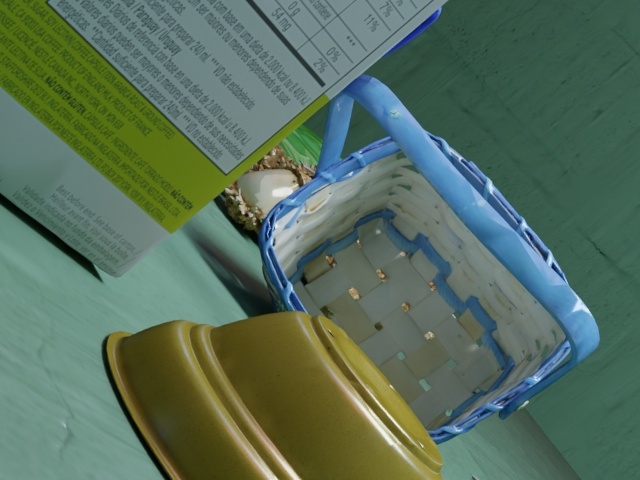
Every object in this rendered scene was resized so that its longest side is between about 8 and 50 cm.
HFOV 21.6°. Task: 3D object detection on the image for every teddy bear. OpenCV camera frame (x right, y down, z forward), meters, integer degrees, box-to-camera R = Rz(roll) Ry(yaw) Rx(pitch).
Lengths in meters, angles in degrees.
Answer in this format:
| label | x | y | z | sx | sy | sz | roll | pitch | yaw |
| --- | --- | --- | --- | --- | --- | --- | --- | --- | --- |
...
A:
| label | x | y | z | sx | sy | sz | roll | pitch | yaw |
| --- | --- | --- | --- | --- | --- | --- | --- | --- | --- |
| teddy bear | 0.000 | 0.000 | 1.682 | 0.245 | 0.113 | 0.338 | 45 | 9 | 33 |

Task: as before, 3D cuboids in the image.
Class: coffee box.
| label | x | y | z | sx | sy | sz | roll | pitch | yaw |
| --- | --- | --- | --- | --- | --- | --- | --- | --- | --- |
| coffee box | -0.138 | -0.255 | 0.891 | 0.338 | 0.334 | 0.337 | 44 | 7 | -49 |

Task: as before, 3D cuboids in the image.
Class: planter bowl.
| label | x | y | z | sx | sy | sz | roll | pitch | yaw |
| --- | --- | --- | --- | --- | --- | --- | --- | --- | --- |
| planter bowl | -0.003 | 0.101 | 0.841 | 0.217 | 0.090 | 0.217 | 49 | 5 | -5 |

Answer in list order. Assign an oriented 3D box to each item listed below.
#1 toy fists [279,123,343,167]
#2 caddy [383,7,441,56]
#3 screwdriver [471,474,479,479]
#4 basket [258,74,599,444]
| label | x | y | z | sx | sy | sz | roll | pitch | yaw |
| --- | --- | --- | --- | --- | --- | --- | --- | --- | --- |
| toy fists | -0.032 | -0.081 | 1.959 | 0.142 | 0.096 | 0.279 | 41 | 4 | 11 |
| caddy | -0.075 | -0.207 | 1.242 | 0.241 | 0.341 | 0.179 | 32 | 36 | -76 |
| screwdriver | 0.195 | 0.280 | 1.644 | 0.024 | 0.025 | 0.170 | 45 | 7 | -43 |
| basket | 0.081 | 0.033 | 1.267 | 0.255 | 0.201 | 0.289 | 50 | -26 | 14 |
